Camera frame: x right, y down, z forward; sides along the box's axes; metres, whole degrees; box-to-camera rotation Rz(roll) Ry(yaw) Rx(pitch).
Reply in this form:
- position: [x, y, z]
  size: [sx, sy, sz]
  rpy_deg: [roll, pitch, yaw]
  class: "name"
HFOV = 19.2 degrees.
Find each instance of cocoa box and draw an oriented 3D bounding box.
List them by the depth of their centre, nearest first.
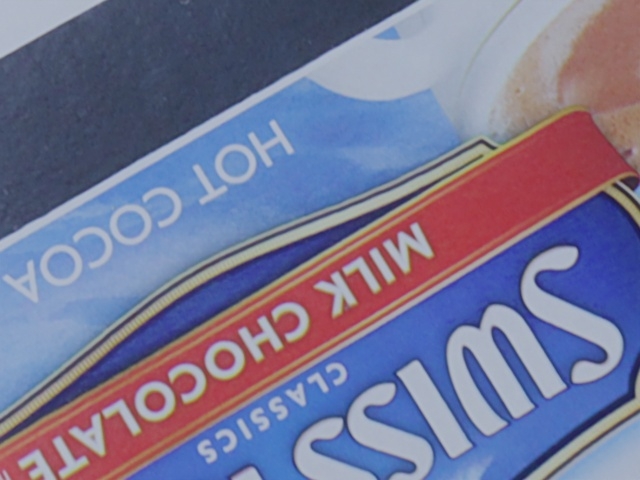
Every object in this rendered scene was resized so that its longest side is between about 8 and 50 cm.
- position: [0.000, 0.000, 0.533]
  size: [0.228, 0.347, 0.231]
  rpy_deg: [58, 169, 9]
  class: "cocoa box"
